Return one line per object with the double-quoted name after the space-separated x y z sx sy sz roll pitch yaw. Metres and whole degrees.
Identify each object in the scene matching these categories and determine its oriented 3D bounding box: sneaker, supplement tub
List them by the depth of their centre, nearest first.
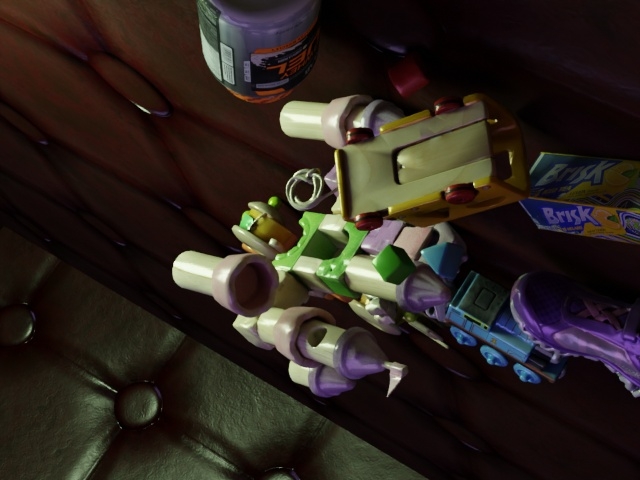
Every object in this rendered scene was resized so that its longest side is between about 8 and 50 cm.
-0.057 -0.210 1.096 0.117 0.117 0.190 32 165 8 "supplement tub"
0.329 0.097 1.294 0.236 0.095 0.104 29 157 1 "sneaker"
0.179 0.092 1.618 0.152 0.061 0.053 41 161 -28 "sneaker"

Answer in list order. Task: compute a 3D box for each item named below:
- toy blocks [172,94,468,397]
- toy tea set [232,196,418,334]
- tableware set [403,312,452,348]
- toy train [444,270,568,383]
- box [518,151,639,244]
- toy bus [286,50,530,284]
0.065 0.032 1.268 0.260 0.289 0.309 11 151 47 "toy blocks"
0.000 0.000 1.641 0.336 0.124 0.200 28 172 38 "toy tea set"
0.117 0.091 1.783 0.194 0.039 0.128 33 177 26 "tableware set"
0.249 0.120 1.534 0.184 0.080 0.105 31 158 13 "toy train"
0.262 -0.039 1.064 0.169 0.059 0.054 12 151 53 "box"
0.101 -0.062 1.109 0.202 0.191 0.104 39 -168 36 "toy bus"
